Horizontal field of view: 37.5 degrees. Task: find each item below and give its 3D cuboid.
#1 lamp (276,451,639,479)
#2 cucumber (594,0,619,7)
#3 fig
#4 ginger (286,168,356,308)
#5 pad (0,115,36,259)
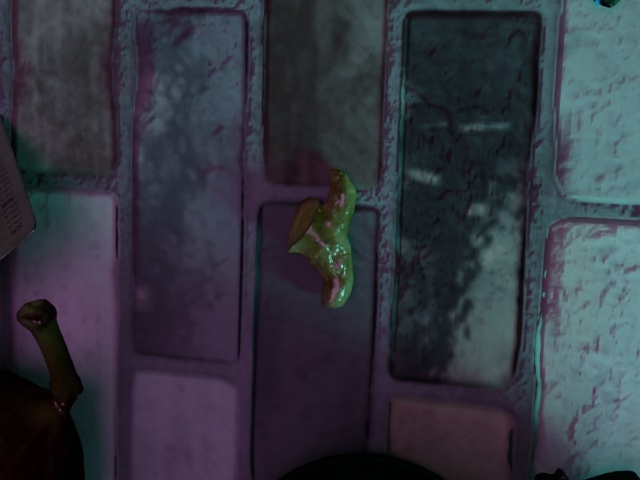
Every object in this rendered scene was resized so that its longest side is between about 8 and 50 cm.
[{"bbox_3d":[0.020,0.250,0.546,0.374,0.272,0.205,-24,88,17],"label":"lamp"},{"bbox_3d":[0.208,-0.263,0.548,0.044,0.043,0.256,30,108,35],"label":"cucumber"},{"bbox_3d":[-0.237,0.160,0.665,0.249,0.186,0.203,-37,96,-2],"label":"fig"},{"bbox_3d":[-0.001,-0.001,0.646,0.048,0.030,0.097,3,96,14],"label":"ginger"},{"bbox_3d":[-0.316,0.028,0.670,0.265,0.009,0.159,-39,44,3],"label":"pad"}]
